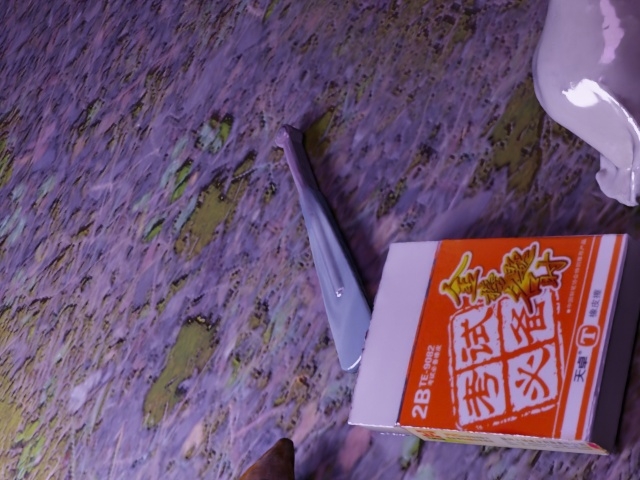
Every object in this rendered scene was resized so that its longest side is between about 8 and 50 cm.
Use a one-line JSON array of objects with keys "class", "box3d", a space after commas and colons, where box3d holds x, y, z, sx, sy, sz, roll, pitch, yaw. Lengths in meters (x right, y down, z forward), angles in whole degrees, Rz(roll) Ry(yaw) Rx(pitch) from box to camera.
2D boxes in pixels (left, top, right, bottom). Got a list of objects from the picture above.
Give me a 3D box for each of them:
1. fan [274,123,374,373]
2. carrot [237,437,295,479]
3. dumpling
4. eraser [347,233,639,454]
[{"class": "fan", "box3d": [0.000, 0.000, 1.356, 0.057, 0.023, 0.282, -59, 35, 34]}, {"class": "carrot", "box3d": [-0.069, 0.279, 1.234, 0.102, 0.102, 0.263, 1, 63, 45]}, {"class": "dumpling", "box3d": [0.221, -0.140, 1.135, 0.132, 0.162, 0.250, -5, 73, 4]}, {"class": "eraser", "box3d": [0.130, 0.075, 1.172, 0.230, 0.038, 0.157, -2, 67, 44]}]
